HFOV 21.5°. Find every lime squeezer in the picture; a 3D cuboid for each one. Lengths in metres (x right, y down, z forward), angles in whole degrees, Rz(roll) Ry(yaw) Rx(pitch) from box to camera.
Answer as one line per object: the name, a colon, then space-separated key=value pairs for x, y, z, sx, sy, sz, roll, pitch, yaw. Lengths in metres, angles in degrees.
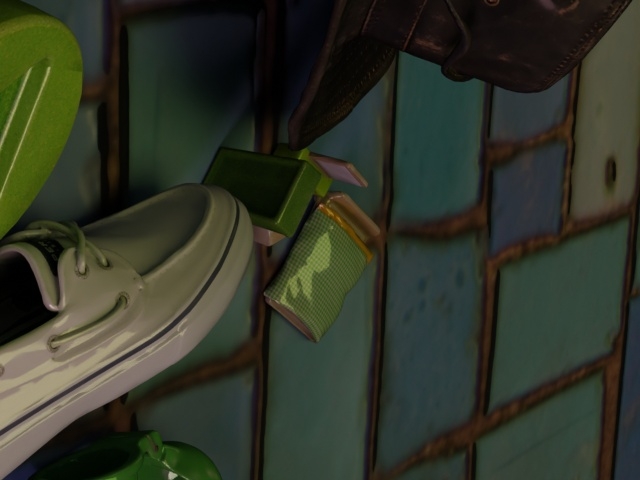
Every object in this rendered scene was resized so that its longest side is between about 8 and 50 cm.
lime squeezer: x=-0.103 y=0.142 z=0.817 sx=0.310 sy=0.059 sz=0.110 roll=33 pitch=75 yaw=-53

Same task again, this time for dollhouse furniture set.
dollhouse furniture set: x=0.000 y=0.000 z=0.906 sx=0.151 sy=0.058 sz=0.076 roll=45 pitch=66 yaw=-50

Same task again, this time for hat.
hat: x=0.106 y=-0.168 z=0.810 sx=0.331 sy=0.134 sz=0.331 roll=-62 pitch=172 yaw=-15

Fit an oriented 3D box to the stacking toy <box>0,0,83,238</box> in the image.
stacking toy: x=-0.215 y=-0.069 z=0.597 sx=0.309 sy=0.130 sz=0.279 roll=-46 pitch=161 yaw=-30

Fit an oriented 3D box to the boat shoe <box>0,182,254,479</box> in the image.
boat shoe: x=-0.114 y=0.030 z=0.742 sx=0.226 sy=0.083 sz=0.076 roll=-45 pitch=135 yaw=-34
